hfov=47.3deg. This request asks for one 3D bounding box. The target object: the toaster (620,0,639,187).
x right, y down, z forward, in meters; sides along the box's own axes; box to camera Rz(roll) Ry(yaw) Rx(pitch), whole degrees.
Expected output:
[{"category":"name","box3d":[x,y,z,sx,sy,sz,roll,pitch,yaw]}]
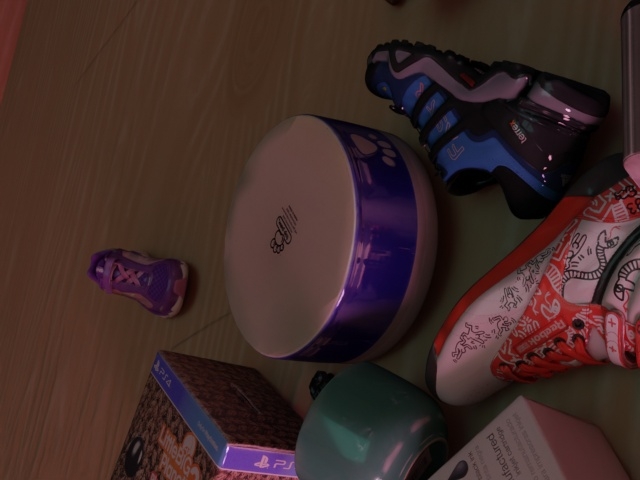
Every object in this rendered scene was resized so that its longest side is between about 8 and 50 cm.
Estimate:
[{"category":"toaster","box3d":[0.269,-0.080,0.408,0.168,0.186,0.110,-5,70,37]}]

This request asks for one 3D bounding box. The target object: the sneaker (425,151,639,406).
[{"category":"sneaker","box3d":[0.199,0.072,0.574,0.270,0.090,0.145,-53,40,19]}]

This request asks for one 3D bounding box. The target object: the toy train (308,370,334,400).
[{"category":"toy train","box3d":[0.027,0.202,0.780,0.036,0.027,0.158,-59,41,20]}]

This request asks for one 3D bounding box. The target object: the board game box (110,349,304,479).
[{"category":"board game box","box3d":[-0.135,0.310,0.826,0.232,0.141,0.291,27,98,57]}]

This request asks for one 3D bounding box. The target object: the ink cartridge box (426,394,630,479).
[{"category":"ink cartridge box","box3d":[0.135,0.264,0.550,0.237,0.100,0.172,-51,31,25]}]

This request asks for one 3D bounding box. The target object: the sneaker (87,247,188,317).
[{"category":"sneaker","box3d":[-0.296,0.059,1.158,0.236,0.105,0.095,10,83,50]}]

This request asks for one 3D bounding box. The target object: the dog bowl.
[{"category":"dog bowl","box3d":[0.000,0.000,0.798,0.265,0.104,0.264,-18,68,53]}]

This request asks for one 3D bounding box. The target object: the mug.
[{"category":"mug","box3d":[0.051,0.201,0.663,0.097,0.129,0.157,23,106,37]}]

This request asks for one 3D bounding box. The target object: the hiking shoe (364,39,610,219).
[{"category":"hiking shoe","box3d":[0.126,-0.115,0.714,0.304,0.113,0.132,36,113,55]}]

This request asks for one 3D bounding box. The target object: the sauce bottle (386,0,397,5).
[{"category":"sauce bottle","box3d":[0.109,-0.347,0.877,0.128,0.042,0.042,-54,42,18]}]
